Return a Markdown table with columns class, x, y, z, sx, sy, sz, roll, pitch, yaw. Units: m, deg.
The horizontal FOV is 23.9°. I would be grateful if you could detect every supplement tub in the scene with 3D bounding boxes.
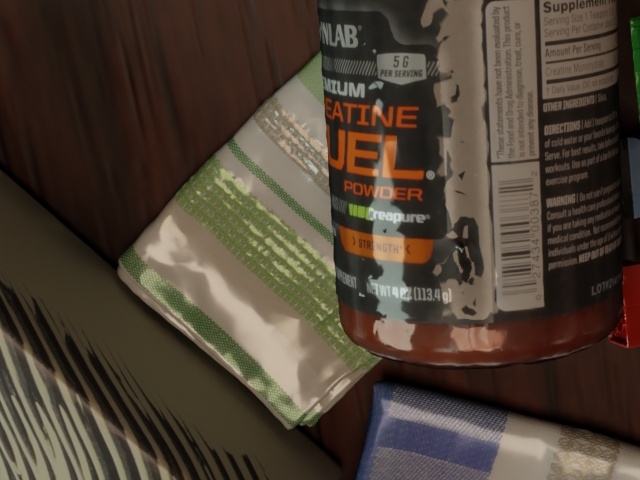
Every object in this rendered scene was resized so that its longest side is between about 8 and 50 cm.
| class | x | y | z | sx | sy | sz | roll | pitch | yaw |
| --- | --- | --- | --- | --- | --- | --- | --- | --- | --- |
| supplement tub | 0.052 | -0.061 | 0.532 | 0.106 | 0.106 | 0.197 | -1 | 102 | 12 |

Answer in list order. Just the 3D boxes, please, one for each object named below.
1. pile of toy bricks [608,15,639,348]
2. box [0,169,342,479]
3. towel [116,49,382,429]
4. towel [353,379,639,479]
| class | x | y | z | sx | sy | sz | roll | pitch | yaw |
| --- | --- | --- | --- | --- | --- | --- | --- | --- | --- |
| pile of toy bricks | 0.163 | -0.052 | 0.537 | 0.105 | 0.118 | 0.212 | -7 | 98 | -15 |
| box | -0.129 | 0.063 | 0.640 | 0.275 | 0.094 | 0.113 | 41 | 116 | -9 |
| towel | 0.000 | 0.000 | 0.625 | 0.113 | 0.023 | 0.152 | 41 | 115 | -10 |
| towel | 0.137 | 0.187 | 0.678 | 0.285 | 0.034 | 0.209 | 16 | 116 | 4 |
